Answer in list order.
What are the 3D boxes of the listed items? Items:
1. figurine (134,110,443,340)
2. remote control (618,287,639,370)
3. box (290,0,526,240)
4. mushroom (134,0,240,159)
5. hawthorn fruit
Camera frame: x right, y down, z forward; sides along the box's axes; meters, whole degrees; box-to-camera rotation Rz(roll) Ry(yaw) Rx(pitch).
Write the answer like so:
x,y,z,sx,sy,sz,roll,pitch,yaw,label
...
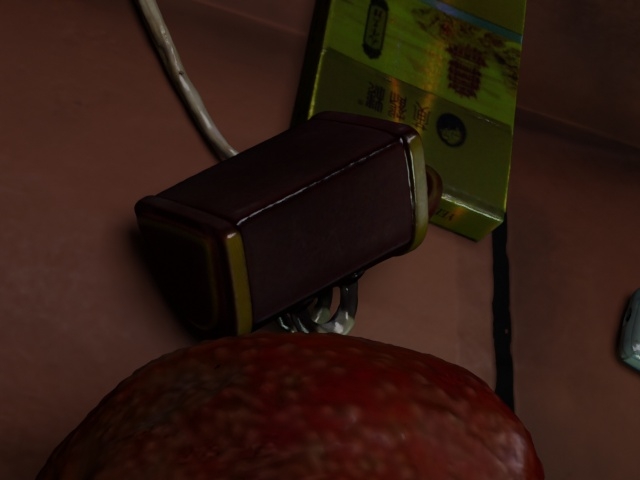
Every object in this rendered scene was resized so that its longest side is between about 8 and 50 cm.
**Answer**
x,y,z,sx,sy,sz,roll,pitch,yaw,label
0.000,0.000,0.755,0.154,0.082,0.098,-26,112,-29,figurine
0.222,0.073,0.877,0.124,0.018,0.053,30,52,-12,remote control
0.053,-0.105,0.875,0.121,0.030,0.193,21,55,-17,box
-0.093,-0.139,0.820,0.028,0.026,0.286,-17,71,-51,mushroom
0.011,0.136,0.620,0.253,0.205,0.205,4,62,-35,hawthorn fruit
